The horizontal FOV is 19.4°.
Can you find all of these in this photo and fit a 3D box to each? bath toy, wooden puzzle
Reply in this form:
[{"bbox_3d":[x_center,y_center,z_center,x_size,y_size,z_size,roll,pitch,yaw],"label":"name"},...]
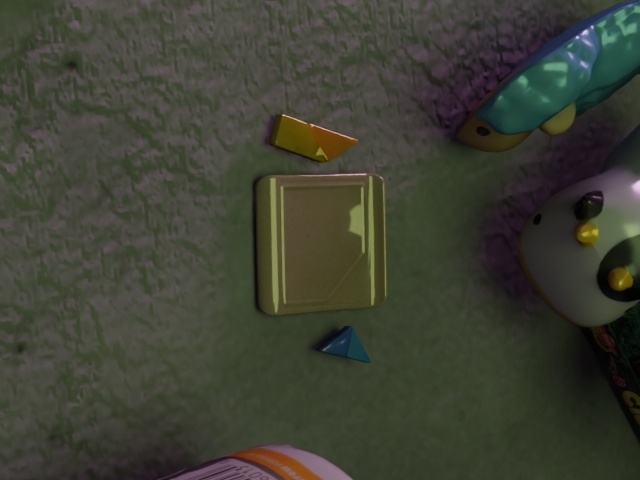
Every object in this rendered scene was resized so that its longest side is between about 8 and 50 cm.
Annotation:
[{"bbox_3d":[0.220,0.039,0.951,0.151,0.129,0.348,-41,92,9],"label":"bath toy"},{"bbox_3d":[0.000,0.000,0.915,0.079,0.014,0.116,6,87,-34],"label":"wooden puzzle"}]

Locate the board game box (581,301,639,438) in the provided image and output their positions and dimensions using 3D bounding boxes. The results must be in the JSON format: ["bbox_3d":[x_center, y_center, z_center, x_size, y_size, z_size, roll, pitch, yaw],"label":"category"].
[{"bbox_3d":[0.239,0.090,1.094,0.136,0.030,0.259,-43,115,-27],"label":"board game box"}]

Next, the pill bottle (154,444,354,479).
[{"bbox_3d":[-0.101,0.192,0.747,0.278,0.162,0.162,-16,101,-36],"label":"pill bottle"}]
